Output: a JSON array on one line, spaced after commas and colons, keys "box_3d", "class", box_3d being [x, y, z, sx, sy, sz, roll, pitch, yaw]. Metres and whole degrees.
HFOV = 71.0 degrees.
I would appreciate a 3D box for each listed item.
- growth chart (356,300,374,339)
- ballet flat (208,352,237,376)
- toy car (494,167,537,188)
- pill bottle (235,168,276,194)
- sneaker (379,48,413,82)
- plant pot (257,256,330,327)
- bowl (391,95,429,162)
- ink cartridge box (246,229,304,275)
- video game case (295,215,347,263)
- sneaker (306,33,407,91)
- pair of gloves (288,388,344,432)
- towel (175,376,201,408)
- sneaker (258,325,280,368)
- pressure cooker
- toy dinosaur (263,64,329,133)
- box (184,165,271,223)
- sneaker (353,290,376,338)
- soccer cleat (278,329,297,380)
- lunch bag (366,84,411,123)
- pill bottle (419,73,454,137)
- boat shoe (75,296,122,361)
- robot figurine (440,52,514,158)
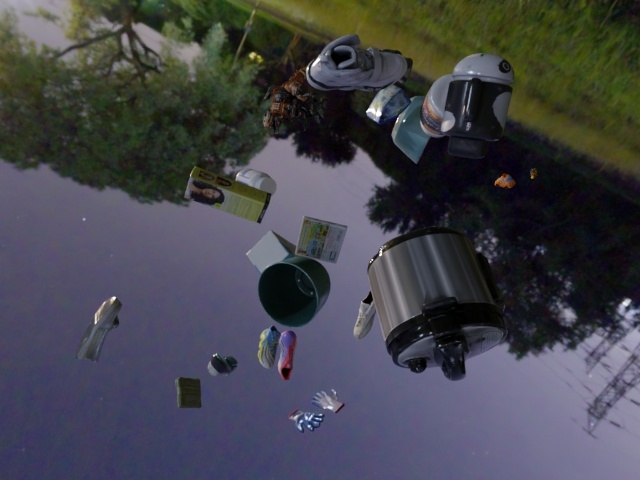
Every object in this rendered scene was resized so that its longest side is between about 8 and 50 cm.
[{"box_3d": [0.204, 0.291, 1.810, 0.021, 0.237, 0.172, 28, -120, 14], "class": "growth chart"}, {"box_3d": [-0.317, 0.404, 1.431, 0.074, 0.074, 0.203, 33, 168, 12], "class": "ballet flat"}, {"box_3d": [0.601, -0.201, 1.384, 0.060, 0.122, 0.040, 53, 166, 58], "class": "toy car"}, {"box_3d": [-0.303, -0.269, 2.135, 0.124, 0.124, 0.222, 15, -174, -39], "class": "pill bottle"}, {"box_3d": [0.294, -0.719, 1.833, 0.106, 0.101, 0.267, 9, -149, -17], "class": "sneaker"}, {"box_3d": [-0.090, 0.202, 1.973, 0.293, 0.292, 0.235, 34, -153, 15], "class": "plant pot"}, {"box_3d": [0.430, -0.519, 2.010, 0.163, 0.311, 0.311, 27, -164, 8], "class": "bowl"}, {"box_3d": [-0.222, 0.112, 2.468, 0.198, 0.197, 0.270, 50, -172, 33], "class": "ink cartridge box"}, {"box_3d": [0.000, 0.000, 2.101, 0.207, 0.226, 0.026, 13, -141, -2], "class": "video game case"}, {"box_3d": [0.145, -0.597, 1.525, 0.366, 0.137, 0.210, -8, -176, -10], "class": "sneaker"}, {"box_3d": [-0.011, 0.583, 1.547, 0.198, 0.023, 0.159, -32, -163, -30], "class": "pair of gloves"}, {"box_3d": [-0.468, 0.544, 1.598, 0.148, 0.027, 0.109, 50, -154, -66], "class": "towel"}, {"box_3d": [-0.260, 0.538, 2.314, 0.091, 0.126, 0.240, 20, -149, -26], "class": "sneaker"}, {"box_3d": [0.357, 0.217, 1.384, 0.370, 0.375, 0.420, 12, -131, -30], "class": "pressure cooker"}, {"box_3d": [-0.090, -0.543, 1.718, 0.219, 0.321, 0.164, 33, -172, -21], "class": "toy dinosaur"}, {"box_3d": [-0.267, -0.130, 1.300, 0.233, 0.087, 0.058, 18, -138, -13], "class": "box"}, {"box_3d": [0.247, 0.414, 2.550, 0.106, 0.289, 0.123, 17, 168, 48], "class": "sneaker"}, {"box_3d": [-0.141, 0.501, 1.961, 0.083, 0.247, 0.095, -1, -146, -18], "class": "soccer cleat"}, {"box_3d": [0.261, -0.529, 1.762, 0.096, 0.151, 0.128, 42, -171, -32], "class": "lunch bag"}, {"box_3d": [0.448, -0.472, 1.616, 0.162, 0.162, 0.278, 31, 179, 5], "class": "pill bottle"}, {"box_3d": [-0.910, 0.375, 1.876, 0.103, 0.320, 0.118, 29, -169, -30], "class": "boat shoe"}, {"box_3d": [0.439, -0.373, 1.252, 0.174, 0.277, 0.209, 4, -164, -13], "class": "robot figurine"}]
